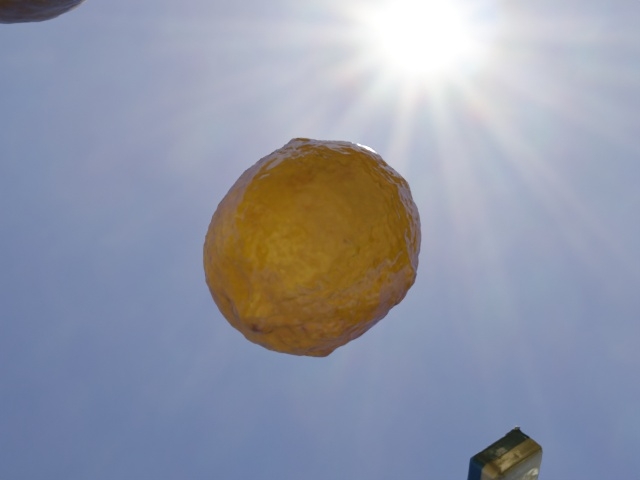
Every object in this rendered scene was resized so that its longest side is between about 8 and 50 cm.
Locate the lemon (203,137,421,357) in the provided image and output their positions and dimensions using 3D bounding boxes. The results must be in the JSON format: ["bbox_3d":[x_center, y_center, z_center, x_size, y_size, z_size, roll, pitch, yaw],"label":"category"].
[{"bbox_3d":[0.000,0.000,1.147,0.142,0.142,0.187,38,-132,16],"label":"lemon"}]

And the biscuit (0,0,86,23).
[{"bbox_3d":[-0.257,-0.232,0.645,0.446,0.429,0.104,16,-120,30],"label":"biscuit"}]

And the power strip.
[{"bbox_3d":[0.137,0.207,1.277,0.056,0.123,0.032,-26,-135,-35],"label":"power strip"}]
